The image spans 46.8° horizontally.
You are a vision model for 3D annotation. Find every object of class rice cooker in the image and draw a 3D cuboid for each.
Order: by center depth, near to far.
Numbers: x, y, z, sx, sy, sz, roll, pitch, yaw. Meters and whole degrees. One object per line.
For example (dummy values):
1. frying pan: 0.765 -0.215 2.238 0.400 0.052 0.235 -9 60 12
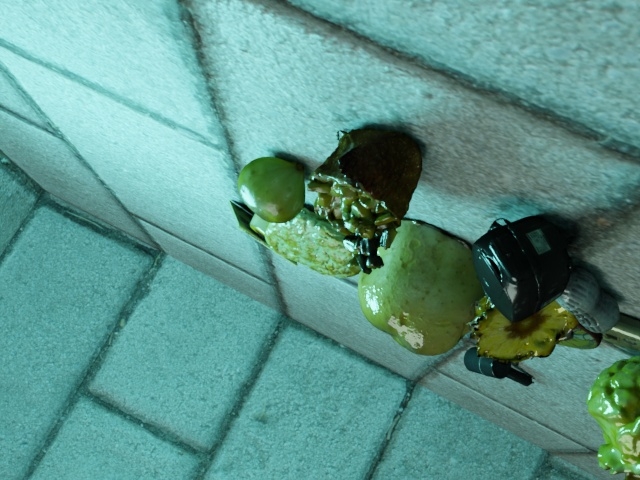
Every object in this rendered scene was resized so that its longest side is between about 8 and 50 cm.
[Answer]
1. rice cooker: 0.298 0.041 1.106 0.203 0.118 0.142 76 168 -69

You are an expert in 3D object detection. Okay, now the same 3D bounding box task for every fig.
1. fig: -0.091 -0.095 1.424 0.136 0.120 0.153 33 166 -39

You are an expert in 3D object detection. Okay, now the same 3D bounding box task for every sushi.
1. sushi: 0.060 -0.065 1.122 0.167 0.179 0.296 37 164 -11

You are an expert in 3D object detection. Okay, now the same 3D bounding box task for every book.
1. book: -0.150 -0.018 1.894 0.192 0.013 0.168 35 -169 -27

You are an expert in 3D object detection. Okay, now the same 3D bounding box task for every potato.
1. potato: 0.188 0.099 1.404 0.285 0.242 0.242 29 167 9

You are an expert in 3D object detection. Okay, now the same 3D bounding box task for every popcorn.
1. popcorn: 0.613 0.331 1.355 0.224 0.258 0.270 28 135 55

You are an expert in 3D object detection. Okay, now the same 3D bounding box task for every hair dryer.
1. hair dryer: 0.512 0.360 2.046 0.219 0.071 0.124 25 171 -25

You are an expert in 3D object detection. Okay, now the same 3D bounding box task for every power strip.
1. power strip: 0.582 0.178 1.274 0.268 0.034 0.092 21 165 29

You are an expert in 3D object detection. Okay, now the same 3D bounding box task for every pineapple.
1. pineapple: 0.355 0.132 1.309 0.225 0.225 0.076 37 -156 -32

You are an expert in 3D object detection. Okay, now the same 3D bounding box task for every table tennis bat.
1. table tennis bat: 0.417 0.149 1.509 0.310 0.038 0.200 17 162 28

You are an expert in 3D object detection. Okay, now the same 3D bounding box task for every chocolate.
1. chocolate: 0.430 0.096 1.199 0.167 0.072 0.072 39 163 -34

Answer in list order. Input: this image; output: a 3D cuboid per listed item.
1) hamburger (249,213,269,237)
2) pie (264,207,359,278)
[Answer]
1. hamburger: -0.100 -0.029 1.775 0.141 0.081 0.126 32 171 43
2. pie: 0.000 0.000 1.652 0.248 0.090 0.201 25 150 1
